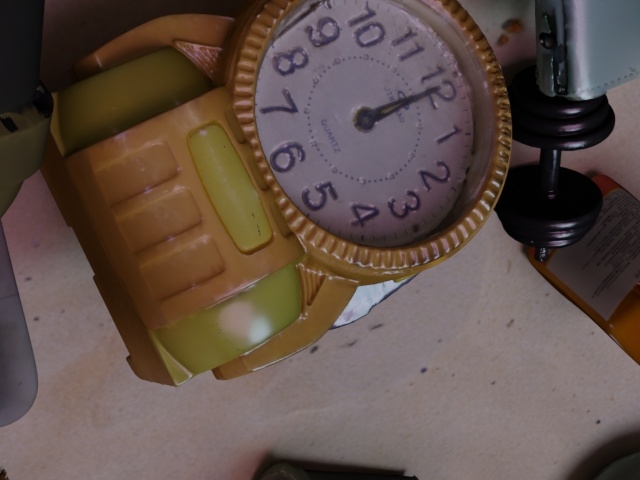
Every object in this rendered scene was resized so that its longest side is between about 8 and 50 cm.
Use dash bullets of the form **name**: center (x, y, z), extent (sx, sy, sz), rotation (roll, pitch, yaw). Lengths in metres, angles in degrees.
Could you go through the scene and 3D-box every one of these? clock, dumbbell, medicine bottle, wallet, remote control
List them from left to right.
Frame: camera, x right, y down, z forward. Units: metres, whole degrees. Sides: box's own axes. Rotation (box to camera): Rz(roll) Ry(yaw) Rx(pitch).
- **remote control**: center (-0.254, 0.053, 1.197), extent (0.073, 0.044, 0.229), rotation (-18, 128, -17)
- **clock**: center (-0.025, -0.062, 1.144), extent (0.317, 0.200, 0.244), rotation (-28, 99, -23)
- **dumbbell**: center (0.192, -0.071, 1.355), extent (0.099, 0.099, 0.208), rotation (-16, 127, -22)
- **wallet**: center (0.228, -0.247, 1.234), extent (0.176, 0.075, 0.250), rotation (-22, 118, -34)
- **medicine bottle**: center (0.302, 0.054, 1.422), extent (0.112, 0.222, 0.149), rotation (-49, 131, 5)

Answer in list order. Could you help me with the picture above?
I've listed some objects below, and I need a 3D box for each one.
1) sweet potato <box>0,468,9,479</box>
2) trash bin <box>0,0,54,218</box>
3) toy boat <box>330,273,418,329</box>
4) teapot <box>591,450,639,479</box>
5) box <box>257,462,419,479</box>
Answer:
- **sweet potato**: center (-0.250, 0.293, 1.346), extent (0.068, 0.068, 0.226), rotation (-14, 126, -24)
- **trash bin**: center (-0.258, -0.137, 0.960), extent (0.214, 0.214, 0.334), rotation (-2, 117, -31)
- **toy boat**: center (0.000, 0.000, 1.299), extent (0.283, 0.078, 0.127), rotation (-23, 126, -16)
- **teapot**: center (0.341, 0.298, 1.675), extent (0.294, 0.129, 0.193), rotation (-34, 131, -11)
- **box**: center (0.066, 0.309, 1.421), extent (0.178, 0.274, 0.138), rotation (6, 118, -41)
